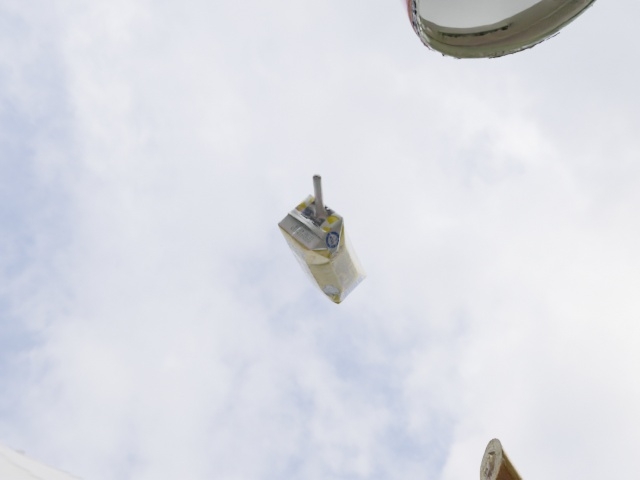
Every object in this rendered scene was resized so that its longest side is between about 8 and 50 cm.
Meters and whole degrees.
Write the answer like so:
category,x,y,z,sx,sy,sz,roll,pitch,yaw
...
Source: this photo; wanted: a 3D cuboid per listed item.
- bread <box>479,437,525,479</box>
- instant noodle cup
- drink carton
category,x,y,z,sx,sy,sz,roll,pitch,yaw
bread,0.251,0.336,0.887,0.062,0.049,0.103,-33,-80,1
instant noodle cup,0.128,-0.259,0.492,0.213,0.213,0.174,-5,-114,-14
drink carton,0.000,0.000,0.795,0.074,0.200,0.084,-42,-125,-11
